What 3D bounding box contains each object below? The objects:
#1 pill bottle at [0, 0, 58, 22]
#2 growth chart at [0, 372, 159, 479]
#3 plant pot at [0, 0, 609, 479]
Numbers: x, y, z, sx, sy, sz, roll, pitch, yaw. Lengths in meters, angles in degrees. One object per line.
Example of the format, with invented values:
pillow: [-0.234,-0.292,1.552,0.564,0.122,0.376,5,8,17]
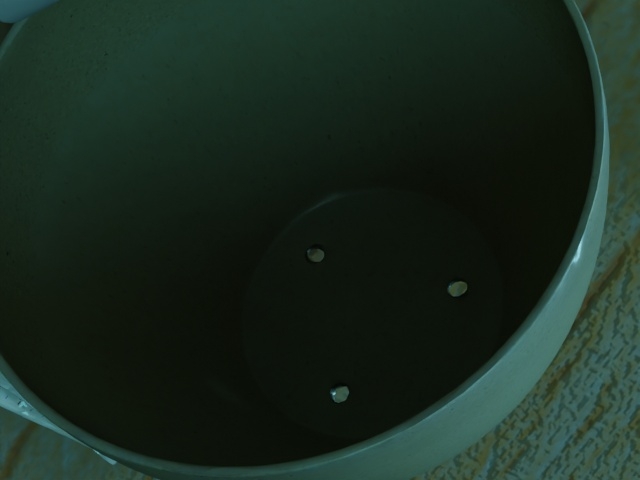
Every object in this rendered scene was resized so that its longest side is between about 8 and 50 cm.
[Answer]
pill bottle: [-0.048,-0.189,0.797,0.246,0.136,0.136,-27,125,12]
growth chart: [-0.122,0.047,1.032,0.237,0.021,0.172,26,118,-24]
plant pot: [0.000,0.000,0.887,0.284,0.284,0.191,-20,152,7]
